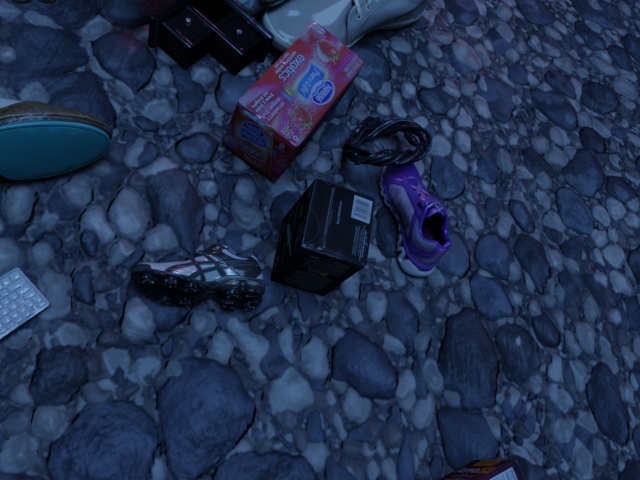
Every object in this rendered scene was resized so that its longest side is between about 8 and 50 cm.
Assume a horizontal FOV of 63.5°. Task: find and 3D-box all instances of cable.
[{"bbox_3d":[0.125,-0.178,0.976,0.150,0.047,0.184,23,42,19],"label":"cable"}]

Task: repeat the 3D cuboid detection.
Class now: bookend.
[{"bbox_3d":[-0.197,-0.362,0.934,0.156,0.072,0.157,42,60,-2],"label":"bookend"}]

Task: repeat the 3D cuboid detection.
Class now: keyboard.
[{"bbox_3d":[-0.474,0.133,0.640,0.072,0.014,0.256,48,59,2],"label":"keyboard"}]

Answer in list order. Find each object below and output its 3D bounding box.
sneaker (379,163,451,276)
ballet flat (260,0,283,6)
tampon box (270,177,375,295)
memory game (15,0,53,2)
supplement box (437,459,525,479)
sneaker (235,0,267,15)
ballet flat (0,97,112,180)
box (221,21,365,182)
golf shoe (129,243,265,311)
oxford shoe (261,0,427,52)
[{"bbox_3d":[0.183,-0.059,0.949,0.095,0.104,0.237,-3,69,-23],"label":"sneaker"},{"bbox_3d":[-0.049,-0.523,1.005,0.206,0.073,0.067,-50,136,-35],"label":"ballet flat"},{"bbox_3d":[0.000,0.000,0.812,0.101,0.161,0.121,18,64,-16],"label":"tampon box"},{"bbox_3d":[-0.509,-0.483,0.887,0.186,0.012,0.186,9,65,-20],"label":"memory game"},{"bbox_3d":[0.208,0.399,0.765,0.188,0.104,0.081,-12,74,-27],"label":"supplement box"},{"bbox_3d":[-0.156,-0.560,1.029,0.086,0.085,0.238,5,74,-61],"label":"sneaker"},{"bbox_3d":[-0.475,-0.132,0.712,0.342,0.116,0.124,-26,61,-26],"label":"ballet flat"},{"bbox_3d":[-0.045,-0.246,0.917,0.122,0.128,0.257,37,59,-5],"label":"box"},{"bbox_3d":[-0.181,0.049,0.776,0.198,0.077,0.094,12,50,-23],"label":"golf shoe"},{"bbox_3d":[0.072,-0.502,1.078,0.449,0.130,0.169,-28,83,-29],"label":"oxford shoe"}]
